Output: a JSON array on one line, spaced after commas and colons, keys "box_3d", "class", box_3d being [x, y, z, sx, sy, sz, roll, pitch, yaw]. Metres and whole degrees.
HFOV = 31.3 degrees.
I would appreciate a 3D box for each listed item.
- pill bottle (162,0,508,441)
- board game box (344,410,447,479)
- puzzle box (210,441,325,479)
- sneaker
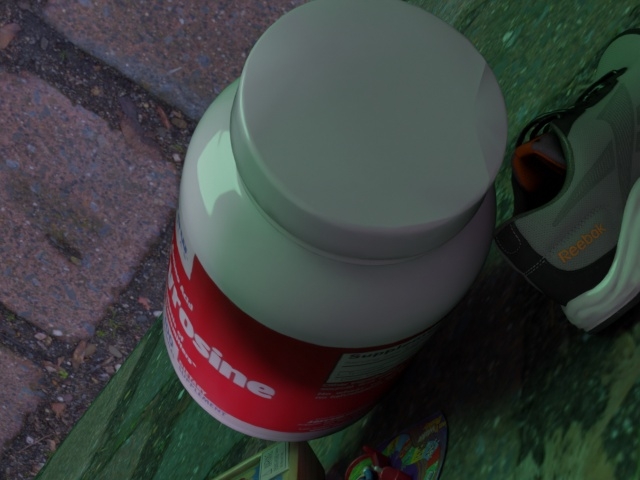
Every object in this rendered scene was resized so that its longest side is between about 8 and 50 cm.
[{"box_3d": [0.000, 0.000, 0.887, 0.229, 0.229, 0.407, -62, -2, -26], "class": "pill bottle"}, {"box_3d": [0.037, 0.196, 0.903, 0.169, 0.033, 0.133, -42, 19, 52], "class": "board game box"}, {"box_3d": [-0.122, 0.292, 0.876, 0.272, 0.052, 0.409, -31, 7, 4], "class": "puzzle box"}, {"box_3d": [0.192, -0.067, 0.788, 0.100, 0.108, 0.271, -47, 13, 49], "class": "sneaker"}]
